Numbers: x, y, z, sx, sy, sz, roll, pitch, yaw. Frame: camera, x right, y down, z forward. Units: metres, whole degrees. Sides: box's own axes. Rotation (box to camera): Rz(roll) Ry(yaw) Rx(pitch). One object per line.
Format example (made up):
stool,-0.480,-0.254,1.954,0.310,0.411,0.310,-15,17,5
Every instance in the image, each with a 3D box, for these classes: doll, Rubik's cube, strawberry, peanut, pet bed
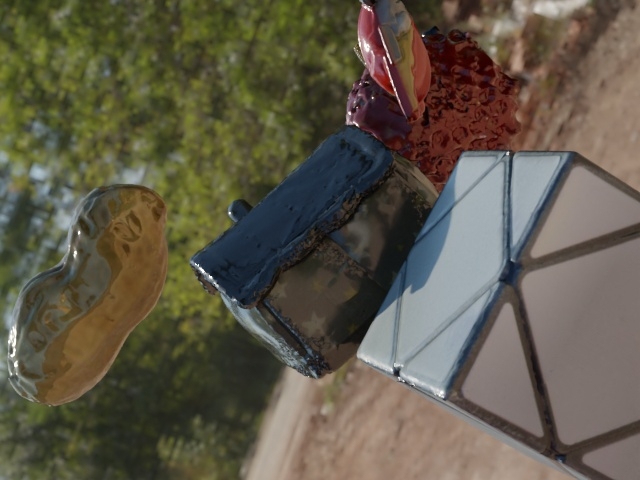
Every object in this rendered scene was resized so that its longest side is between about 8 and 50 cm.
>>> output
doll,0.059,-0.191,1.281,0.057,0.169,0.109,-25,5,10
Rubik's cube,0.183,0.062,1.088,0.207,0.205,0.205,-60,17,-4
strawberry,0.125,-0.154,1.712,0.178,0.234,0.234,-9,-58,-65
peanut,-0.279,0.065,1.681,0.305,0.147,0.147,-53,7,13
pet bed,0.000,0.000,1.281,0.211,0.159,0.183,-45,11,-8

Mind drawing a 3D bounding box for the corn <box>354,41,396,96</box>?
corn,0.071,-0.194,1.578,0.027,0.083,0.028,-42,2,20
